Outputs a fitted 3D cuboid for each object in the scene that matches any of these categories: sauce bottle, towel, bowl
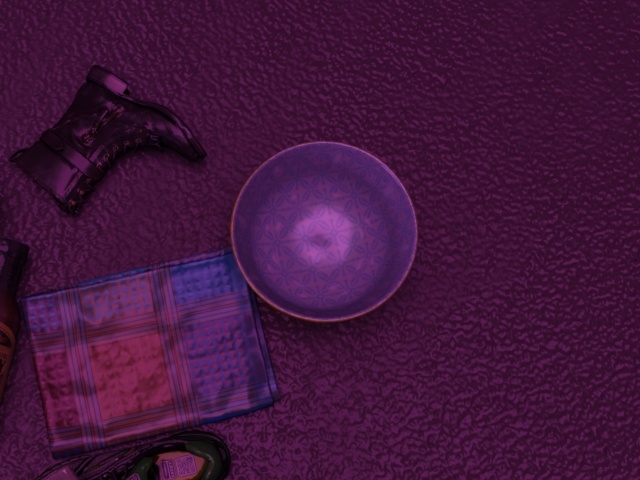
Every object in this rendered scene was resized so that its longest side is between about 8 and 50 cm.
[{"bbox_3d":[-0.526,0.164,1.827,0.111,0.111,0.345,11,76,-3],"label":"sauce bottle"},{"bbox_3d":[-0.267,0.173,1.886,0.370,0.040,0.272,-13,78,-8],"label":"towel"},{"bbox_3d":[0.000,0.000,1.891,0.289,0.156,0.290,1,77,-5],"label":"bowl"}]

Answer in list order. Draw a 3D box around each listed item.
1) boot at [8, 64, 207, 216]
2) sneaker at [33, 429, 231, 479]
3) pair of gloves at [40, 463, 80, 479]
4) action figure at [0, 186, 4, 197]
[{"bbox_3d":[-0.343,-0.135,1.936,0.263,0.091,0.229,33,81,7],"label":"boot"},{"bbox_3d":[-0.303,0.364,1.782,0.343,0.146,0.134,-21,80,-8],"label":"sneaker"},{"bbox_3d":[-0.387,0.463,1.724,0.240,0.042,0.204,-42,93,7],"label":"pair of gloves"},{"bbox_3d":[-0.577,-0.005,1.837,0.099,0.185,0.285,23,80,-25],"label":"action figure"}]
